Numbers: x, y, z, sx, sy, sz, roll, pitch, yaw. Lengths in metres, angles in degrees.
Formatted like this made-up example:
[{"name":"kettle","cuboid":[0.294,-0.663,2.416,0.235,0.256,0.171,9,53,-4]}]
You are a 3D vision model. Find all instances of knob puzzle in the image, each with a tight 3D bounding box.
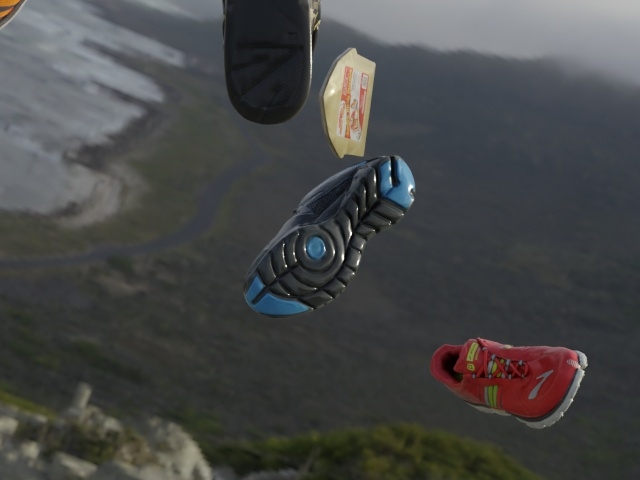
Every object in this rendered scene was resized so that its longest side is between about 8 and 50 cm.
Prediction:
[{"name":"knob puzzle","cuboid":[0.035,-0.240,2.489,0.030,0.213,0.213,8,1,25]}]

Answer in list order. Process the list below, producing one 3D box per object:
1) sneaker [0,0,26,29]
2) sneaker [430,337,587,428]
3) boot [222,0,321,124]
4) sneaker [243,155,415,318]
[{"name":"sneaker","cuboid":[-0.522,-0.316,1.928,0.124,0.321,0.180,57,-6,-4]},{"name":"sneaker","cuboid":[0.237,0.178,1.892,0.118,0.107,0.279,30,-19,-23]},{"name":"boot","cuboid":[-0.058,-0.329,1.806,0.138,0.377,0.284,1,2,-3]},{"name":"sneaker","cuboid":[0.000,0.000,2.172,0.140,0.341,0.125,-2,-57,55]}]
